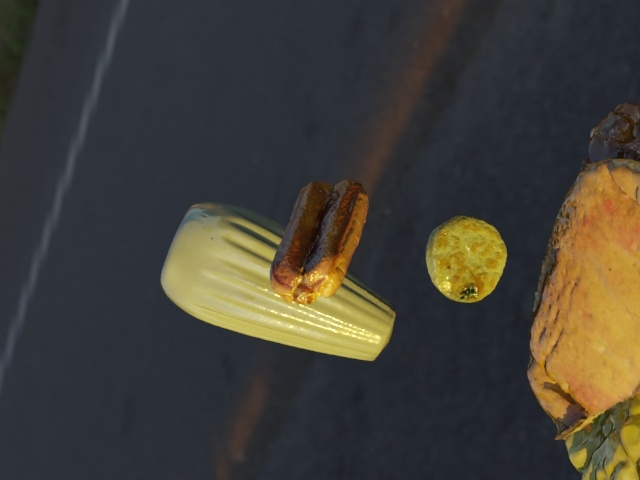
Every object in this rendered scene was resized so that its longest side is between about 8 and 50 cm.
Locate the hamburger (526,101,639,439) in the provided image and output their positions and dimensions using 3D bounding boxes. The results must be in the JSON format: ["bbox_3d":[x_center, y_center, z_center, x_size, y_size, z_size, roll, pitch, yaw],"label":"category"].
[{"bbox_3d":[0.253,0.017,1.411,0.282,0.155,0.245,-21,91,52],"label":"hamburger"}]

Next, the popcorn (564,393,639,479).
[{"bbox_3d":[0.340,0.196,1.561,0.256,0.255,0.195,55,-143,-49],"label":"popcorn"}]

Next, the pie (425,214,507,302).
[{"bbox_3d":[0.132,0.016,1.669,0.017,0.085,0.085,1,81,64],"label":"pie"}]

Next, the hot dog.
[{"bbox_3d":[0.000,0.000,1.625,0.165,0.071,0.045,-71,-25,-53],"label":"hot dog"}]

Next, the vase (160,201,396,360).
[{"bbox_3d":[-0.040,0.052,1.920,0.128,0.248,0.128,23,-90,-89],"label":"vase"}]
